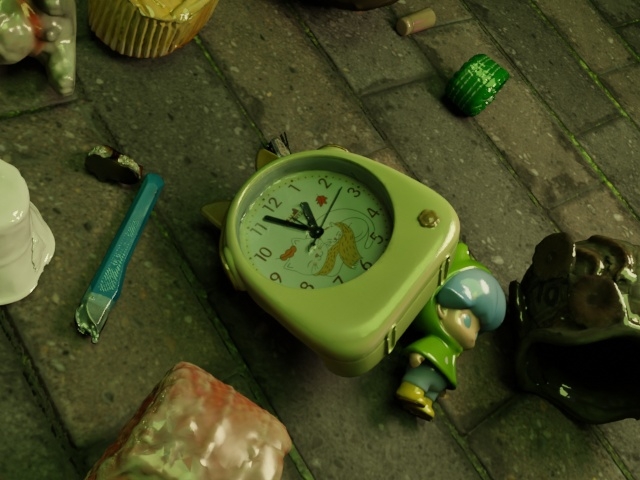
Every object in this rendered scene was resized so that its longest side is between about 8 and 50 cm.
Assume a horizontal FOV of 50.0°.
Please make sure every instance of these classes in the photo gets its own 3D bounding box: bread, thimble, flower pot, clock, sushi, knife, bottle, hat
[{"bbox_3d":[-0.278,-0.417,1.170,0.179,0.133,0.250,34,52,-4],"label":"bread"},{"bbox_3d":[-0.154,0.258,0.735,0.162,0.239,0.239,39,51,-5],"label":"thimble"},{"bbox_3d":[0.439,0.136,1.092,0.301,0.302,0.213,29,54,-8],"label":"flower pot"},{"bbox_3d":[0.000,0.000,0.998,0.348,0.117,0.286,33,66,23],"label":"clock"},{"bbox_3d":[-0.308,-0.112,1.030,0.083,0.044,0.046,25,30,-13],"label":"sushi"},{"bbox_3d":[-0.277,0.014,0.968,0.044,0.026,0.297,26,49,-14],"label":"knife"},{"bbox_3d":[0.209,-0.482,1.517,0.096,0.045,0.045,-30,76,-35],"label":"bottle"},{"bbox_3d":[0.328,-0.325,1.433,0.090,0.118,0.130,43,24,9],"label":"thimble"},{"bbox_3d":[-0.430,-0.030,0.853,0.203,0.126,0.203,12,54,-16],"label":"hat"}]

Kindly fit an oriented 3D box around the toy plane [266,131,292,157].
[{"bbox_3d":[-0.061,-0.135,1.169,0.049,0.031,0.121,-3,59,-38],"label":"toy plane"}]

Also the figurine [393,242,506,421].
[{"bbox_3d":[0.187,0.136,1.050,0.162,0.143,0.263,49,60,-42],"label":"figurine"}]

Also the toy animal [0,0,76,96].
[{"bbox_3d":[-0.454,-0.410,1.013,0.188,0.308,0.266,1,40,-5],"label":"toy animal"}]

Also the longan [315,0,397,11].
[{"bbox_3d":[0.067,-0.642,1.326,0.390,0.391,0.391,13,55,-19],"label":"longan"}]
